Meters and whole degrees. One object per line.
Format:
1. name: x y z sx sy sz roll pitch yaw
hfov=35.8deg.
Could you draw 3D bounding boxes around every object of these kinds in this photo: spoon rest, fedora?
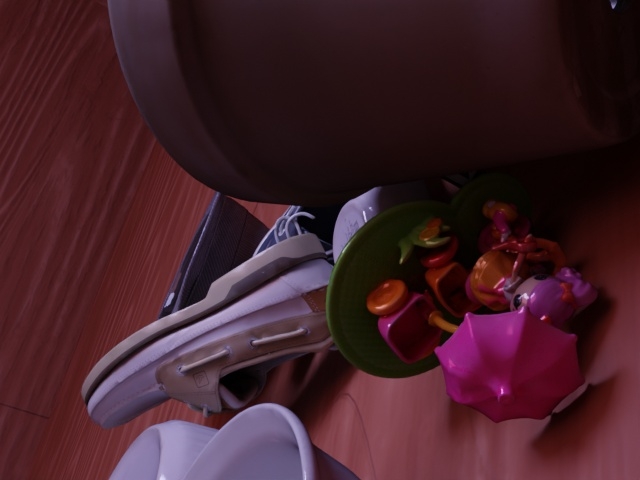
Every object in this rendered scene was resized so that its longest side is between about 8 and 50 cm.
1. spoon rest: 0.049 -0.050 0.884 0.137 0.084 0.276 122 142 -49
2. fedora: -0.102 0.058 1.128 0.275 0.124 0.243 123 166 -46

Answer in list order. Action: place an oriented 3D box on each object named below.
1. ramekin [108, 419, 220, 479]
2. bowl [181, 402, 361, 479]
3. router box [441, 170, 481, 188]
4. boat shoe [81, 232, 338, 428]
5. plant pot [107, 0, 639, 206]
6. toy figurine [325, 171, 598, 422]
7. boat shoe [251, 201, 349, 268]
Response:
1. ramekin: -0.132 0.285 0.879 0.273 0.127 0.273 -53 20 29
2. bowl: -0.030 0.261 0.607 0.298 0.134 0.298 -53 19 28
3. router box: 0.132 -0.140 0.872 0.133 0.046 0.179 -56 18 21
4. boat shoe: -0.103 0.113 0.926 0.302 0.103 0.113 -35 -14 26
5. plant pot: 0.073 -0.170 0.651 0.280 0.323 0.323 10 71 39
6. toy figurine: 0.111 0.043 0.617 0.173 0.130 0.159 -41 30 -8
7. boat shoe: 0.000 0.000 0.983 0.254 0.095 0.079 -56 5 -6
